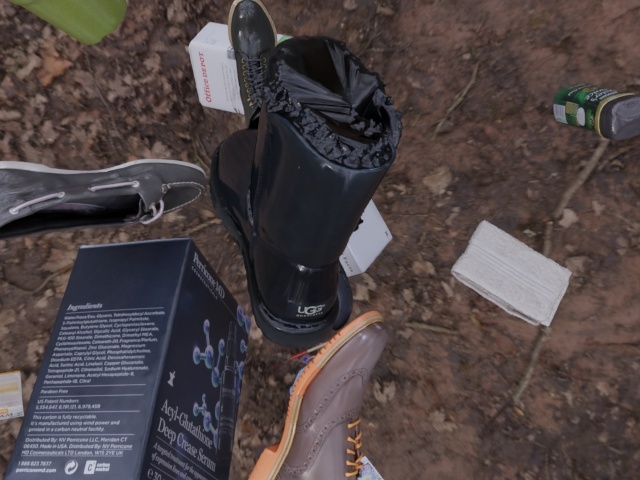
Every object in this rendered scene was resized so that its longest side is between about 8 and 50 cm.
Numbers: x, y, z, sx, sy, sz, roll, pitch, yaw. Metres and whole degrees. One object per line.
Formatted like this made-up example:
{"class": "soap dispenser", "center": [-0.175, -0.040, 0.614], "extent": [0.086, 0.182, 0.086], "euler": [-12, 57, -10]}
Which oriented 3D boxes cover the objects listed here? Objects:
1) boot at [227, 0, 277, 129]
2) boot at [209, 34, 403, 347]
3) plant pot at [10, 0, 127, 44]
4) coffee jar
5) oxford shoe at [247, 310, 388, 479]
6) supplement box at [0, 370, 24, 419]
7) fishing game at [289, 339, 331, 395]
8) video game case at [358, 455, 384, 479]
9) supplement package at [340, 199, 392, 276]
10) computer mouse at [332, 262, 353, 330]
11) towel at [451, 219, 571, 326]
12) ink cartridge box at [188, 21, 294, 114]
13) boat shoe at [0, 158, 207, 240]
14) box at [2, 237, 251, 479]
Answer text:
{"class": "boot", "center": [-0.097, -0.259, 1.045], "extent": [0.077, 0.137, 0.197], "euler": [-9, 134, -1]}
{"class": "boot", "center": [-0.021, -0.069, 0.527], "extent": [0.094, 0.246, 0.207], "euler": [-1, 136, -19]}
{"class": "plant pot", "center": [-0.189, -0.191, 0.506], "extent": [0.083, 0.079, 0.083], "euler": [-14, 60, 25]}
{"class": "coffee jar", "center": [0.536, -0.248, 1.298], "extent": [0.096, 0.184, 0.079], "euler": [-17, 116, -11]}
{"class": "oxford shoe", "center": [0.023, 0.267, 0.953], "extent": [0.133, 0.130, 0.363], "euler": [35, 111, 28]}
{"class": "supplement box", "center": [-0.665, 0.328, 1.437], "extent": [0.062, 0.098, 0.036], "euler": [-5, 131, -23]}
{"class": "fishing game", "center": [0.009, 0.350, 1.631], "extent": [0.189, 0.041, 0.264], "euler": [-20, 119, -18]}
{"class": "video game case", "center": [0.115, 0.610, 1.681], "extent": [0.087, 0.011, 0.122], "euler": [-35, 62, -13]}
{"class": "supplement package", "center": [0.000, 0.000, 1.053], "extent": [0.105, 0.179, 0.105], "euler": [-45, 110, -46]}
{"class": "computer mouse", "center": [0.010, 0.001, 0.904], "extent": [0.041, 0.071, 0.241], "euler": [-7, 98, 29]}
{"class": "towel", "center": [0.497, 0.086, 1.756], "extent": [0.282, 0.049, 0.187], "euler": [33, 64, 6]}
{"class": "ink cartridge box", "center": [-0.141, -0.342, 1.388], "extent": [0.220, 0.160, 0.092], "euler": [15, 51, 15]}
{"class": "boat shoe", "center": [-0.313, -0.050, 0.967], "extent": [0.335, 0.112, 0.095], "euler": [-4, 60, -34]}
{"class": "box", "center": [-0.278, 0.241, 1.094], "extent": [0.212, 0.293, 0.395], "euler": [-5, 56, 14]}
